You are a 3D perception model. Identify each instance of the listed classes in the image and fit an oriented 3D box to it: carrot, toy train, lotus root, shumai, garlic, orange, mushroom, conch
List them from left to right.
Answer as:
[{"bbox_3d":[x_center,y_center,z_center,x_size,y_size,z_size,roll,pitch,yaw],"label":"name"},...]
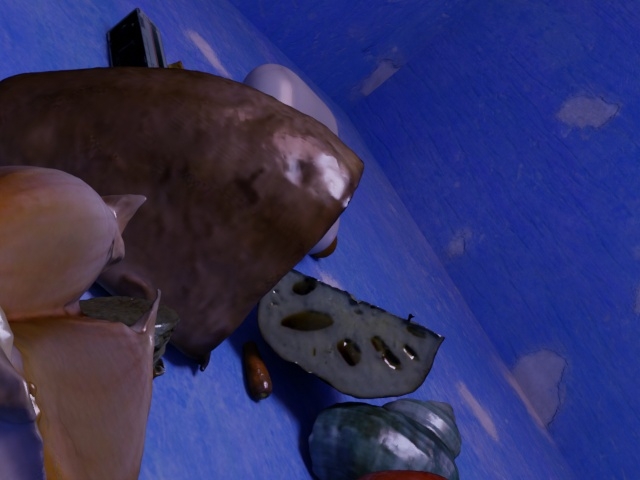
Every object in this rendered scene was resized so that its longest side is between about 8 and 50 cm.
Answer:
[{"bbox_3d":[-0.221,0.063,0.432,0.286,0.249,0.313,34,-2,-6],"label":"garlic"},{"bbox_3d":[-0.200,0.107,0.638,0.123,0.087,0.099,11,11,37],"label":"shumai"},{"bbox_3d":[-0.314,-0.278,1.133,0.088,0.086,0.407,45,17,-44],"label":"toy train"},{"bbox_3d":[-0.184,-0.099,0.759,0.397,0.313,0.224,42,15,-16],"label":"mushroom"},{"bbox_3d":[-0.088,0.177,0.873,0.032,0.032,0.093,39,17,-38],"label":"carrot"},{"bbox_3d":[0.000,0.000,1.427,0.085,0.085,0.085,47,17,-19],"label":"orange"},{"bbox_3d":[0.018,0.146,0.994,0.267,0.149,0.260,25,-7,-3],"label":"lotus root"},{"bbox_3d":[0.115,0.312,0.921,0.277,0.195,0.220,-21,63,-40],"label":"conch"}]

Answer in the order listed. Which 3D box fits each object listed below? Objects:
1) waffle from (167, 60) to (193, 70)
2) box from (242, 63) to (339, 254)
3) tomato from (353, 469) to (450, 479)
[{"bbox_3d":[-0.224,-0.244,1.337,0.302,0.068,0.325,47,15,-18],"label":"waffle"},{"bbox_3d":[-0.062,-0.160,1.287,0.288,0.141,0.349,33,52,-59],"label":"box"},{"bbox_3d":[0.092,0.348,0.689,0.208,0.208,0.184,49,11,-11],"label":"tomato"}]
